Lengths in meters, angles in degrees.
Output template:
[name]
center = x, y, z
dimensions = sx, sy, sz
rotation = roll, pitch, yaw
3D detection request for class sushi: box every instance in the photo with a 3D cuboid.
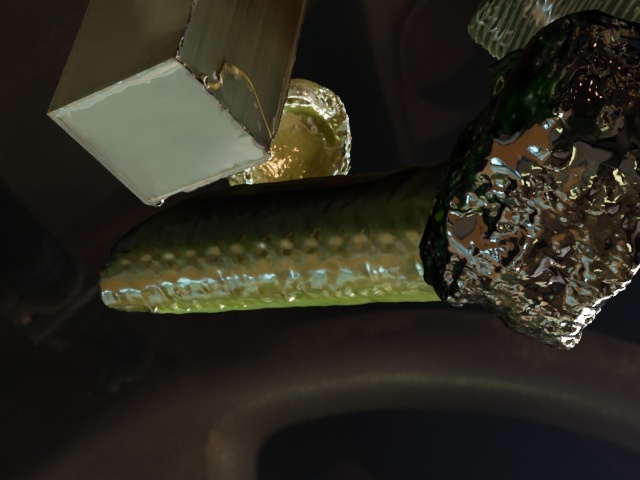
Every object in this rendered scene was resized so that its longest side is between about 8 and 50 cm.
[sushi]
center = 0.138, -0.035, 0.778
dimensions = 0.127, 0.124, 0.225
rotation = 25, 141, -1

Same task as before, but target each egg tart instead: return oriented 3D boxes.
[egg tart]
center = -0.048, -0.113, 1.593
dimensions = 0.197, 0.078, 0.197
rotation = -23, 127, -34

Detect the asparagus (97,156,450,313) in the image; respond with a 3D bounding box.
[asparagus]
center = 0.000, 0.000, 1.073
dimensions = 0.381, 0.128, 0.108
rotation = -5, 140, 25

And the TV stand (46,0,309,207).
[TV stand]
center = -0.059, -0.152, 0.712
dimensions = 0.088, 0.270, 0.083
rotation = -16, 134, 31

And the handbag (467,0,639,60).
[handbag]
center = 0.294, -0.208, 0.946
dimensions = 0.247, 0.240, 0.341
rotation = -32, 160, -38
